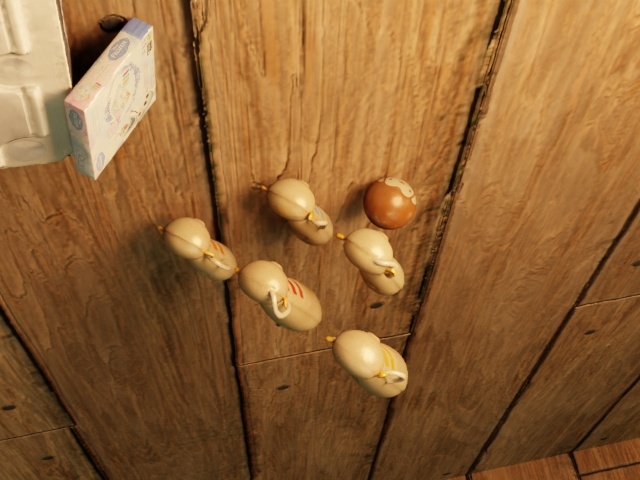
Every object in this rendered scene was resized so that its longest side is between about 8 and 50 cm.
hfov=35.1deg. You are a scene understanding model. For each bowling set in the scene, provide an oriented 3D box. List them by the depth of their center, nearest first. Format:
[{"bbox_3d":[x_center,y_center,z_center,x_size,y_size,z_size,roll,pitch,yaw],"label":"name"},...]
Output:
[{"bbox_3d":[0.000,0.000,0.971,0.200,0.287,0.154,-58,160,-7],"label":"bowling set"}]

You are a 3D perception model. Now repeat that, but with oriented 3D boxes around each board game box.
[{"bbox_3d":[-0.154,-0.104,0.750,0.020,0.090,0.090,26,151,7],"label":"board game box"}]

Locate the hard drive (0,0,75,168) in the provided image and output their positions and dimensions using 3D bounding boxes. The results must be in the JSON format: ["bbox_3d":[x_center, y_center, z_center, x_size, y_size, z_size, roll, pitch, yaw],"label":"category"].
[{"bbox_3d":[-0.337,-0.116,0.661,0.338,0.064,0.237,-9,153,-12],"label":"hard drive"}]
